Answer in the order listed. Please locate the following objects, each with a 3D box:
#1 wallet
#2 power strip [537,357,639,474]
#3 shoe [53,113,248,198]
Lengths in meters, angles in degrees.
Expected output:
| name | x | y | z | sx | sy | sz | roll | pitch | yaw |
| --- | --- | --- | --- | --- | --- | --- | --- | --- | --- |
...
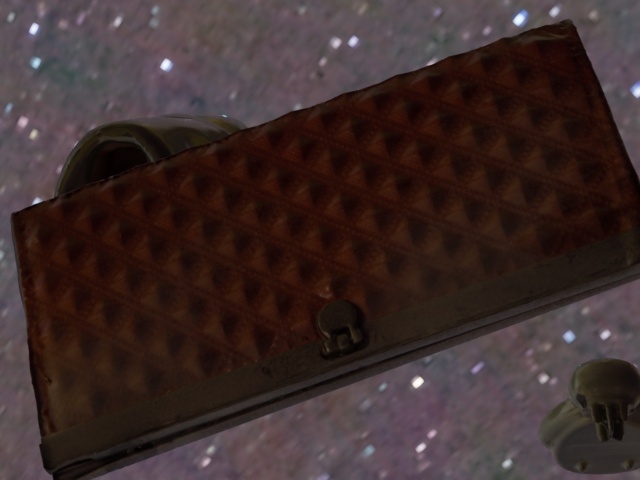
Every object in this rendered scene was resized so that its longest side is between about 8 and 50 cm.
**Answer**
| name | x | y | z | sx | sy | sz | roll | pitch | yaw |
| --- | --- | --- | --- | --- | --- | --- | --- | --- | --- |
| wallet | 0.000 | 0.000 | 0.576 | 0.196 | 0.020 | 0.103 | -20 | -128 | 8 |
| power strip | 0.117 | 0.080 | 0.763 | 0.055 | 0.083 | 0.035 | -3 | -123 | 5 |
| shoe | -0.091 | -0.011 | 0.922 | 0.100 | 0.103 | 0.251 | 50 | -162 | -19 |
